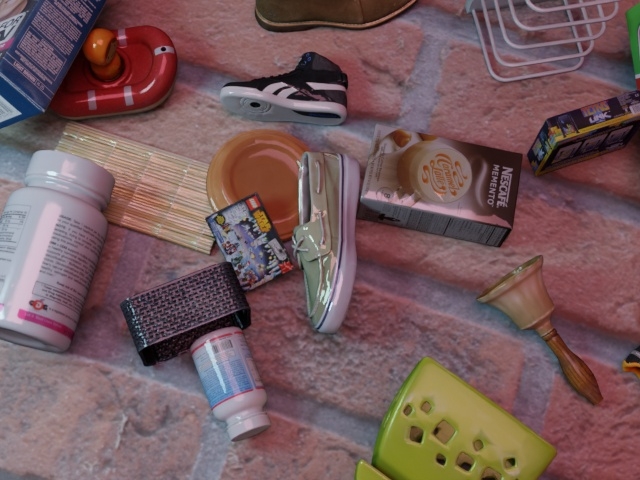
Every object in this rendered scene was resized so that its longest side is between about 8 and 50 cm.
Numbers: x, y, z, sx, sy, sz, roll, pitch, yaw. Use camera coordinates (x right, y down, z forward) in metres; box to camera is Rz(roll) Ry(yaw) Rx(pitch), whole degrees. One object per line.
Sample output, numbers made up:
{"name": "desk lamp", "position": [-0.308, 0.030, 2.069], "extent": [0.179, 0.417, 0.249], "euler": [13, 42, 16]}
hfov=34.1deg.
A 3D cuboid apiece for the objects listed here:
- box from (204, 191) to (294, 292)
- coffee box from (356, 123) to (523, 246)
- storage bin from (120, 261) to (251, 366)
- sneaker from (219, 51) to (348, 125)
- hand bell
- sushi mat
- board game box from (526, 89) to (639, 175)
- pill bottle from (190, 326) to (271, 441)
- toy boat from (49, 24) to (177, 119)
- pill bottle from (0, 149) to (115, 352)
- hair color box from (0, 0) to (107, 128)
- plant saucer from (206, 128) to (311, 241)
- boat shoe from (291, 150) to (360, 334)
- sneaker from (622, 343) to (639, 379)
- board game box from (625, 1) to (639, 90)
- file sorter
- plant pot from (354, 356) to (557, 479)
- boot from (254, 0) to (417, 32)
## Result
{"name": "box", "position": [-0.112, 0.004, 1.665], "extent": [0.094, 0.027, 0.137], "euler": [-27, 96, 0]}
{"name": "coffee box", "position": [0.194, -0.090, 1.712], "extent": [0.247, 0.098, 0.141], "euler": [11, 70, 1]}
{"name": "storage bin", "position": [-0.205, 0.113, 1.604], "extent": [0.180, 0.122, 0.084], "euler": [-22, 72, -11]}
{"name": "sneaker", "position": [-0.060, -0.268, 1.782], "extent": [0.217, 0.079, 0.121], "euler": [8, 66, -9]}
{"name": "hand bell", "position": [0.365, 0.156, 1.647], "extent": [0.126, 0.126, 0.242], "euler": [-34, 88, -14]}
{"name": "sushi mat", "position": [-0.299, -0.090, 1.730], "extent": [0.317, 0.019, 0.151], "euler": [18, 69, 4]}
{"name": "board game box", "position": [0.442, -0.177, 1.735], "extent": [0.170, 0.141, 0.048], "euler": [-18, 73, -9]}
{"name": "pill bottle", "position": [-0.134, 0.219, 1.588], "extent": [0.087, 0.087, 0.160], "euler": [-19, 72, -10]}
{"name": "toy boat", "position": [-0.354, -0.297, 1.732], "extent": [0.231, 0.151, 0.151], "euler": [-9, 71, -6]}
{"name": "pill bottle", "position": [-0.421, 0.016, 1.602], "extent": [0.160, 0.160, 0.283], "euler": [14, 73, 2]}
{"name": "hair color box", "position": [-0.458, -0.346, 1.682], "extent": [0.174, 0.105, 0.347], "euler": [-11, 47, 39]}
{"name": "plant saucer", "position": [-0.088, -0.095, 1.720], "extent": [0.200, 0.037, 0.200], "euler": [3, 73, -9]}
{"name": "boat shoe", "position": [0.000, 0.000, 1.656], "extent": [0.094, 0.109, 0.302], "euler": [10, 67, -16]}
{"name": "sneaker", "position": [0.551, 0.249, 1.621], "extent": [0.083, 0.084, 0.215], "euler": [-26, 64, -10]}
{"name": "board game box", "position": [0.648, -0.240, 1.760], "extent": [0.242, 0.064, 0.316], "euler": [4, 72, -24]}
{"name": "file sorter", "position": [0.379, -0.403, 1.748], "extent": [0.193, 0.277, 0.173], "euler": [-10, 75, -7]}
{"name": "plant pot", "position": [0.172, 0.324, 1.498], "extent": [0.228, 0.227, 0.207], "euler": [36, 78, 10]}
{"name": "boot", "position": [0.038, -0.440, 1.827], "extent": [0.305, 0.115, 0.112], "euler": [-11, 69, -8]}
